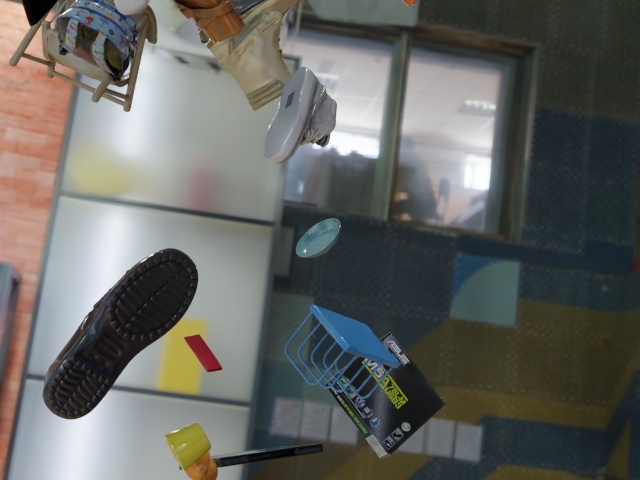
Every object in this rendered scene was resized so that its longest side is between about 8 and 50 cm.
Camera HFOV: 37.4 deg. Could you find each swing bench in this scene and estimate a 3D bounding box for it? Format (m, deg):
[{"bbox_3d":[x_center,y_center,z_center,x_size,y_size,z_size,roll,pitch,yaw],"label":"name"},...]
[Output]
[{"bbox_3d":[-0.533,-0.466,2.181,0.253,0.255,0.165,25,6,17],"label":"swing bench"}]

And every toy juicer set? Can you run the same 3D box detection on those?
[{"bbox_3d":[-0.164,0.480,1.607,0.089,0.329,0.209,-30,-25,-17],"label":"toy juicer set"}]

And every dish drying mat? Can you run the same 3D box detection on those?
[{"bbox_3d":[-0.194,0.186,1.562,0.032,0.008,0.083,-8,42,-38],"label":"dish drying mat"}]

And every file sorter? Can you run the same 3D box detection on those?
[{"bbox_3d":[0.036,0.208,1.718,0.170,0.104,0.118,24,18,-49],"label":"file sorter"}]

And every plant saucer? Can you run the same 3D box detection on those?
[{"bbox_3d":[0.000,0.000,2.110,0.119,0.119,0.021,-6,-48,48],"label":"plant saucer"}]

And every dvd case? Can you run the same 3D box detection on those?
[{"bbox_3d":[-0.146,0.455,1.993,0.253,0.022,0.180,1,-13,-35],"label":"dvd case"}]

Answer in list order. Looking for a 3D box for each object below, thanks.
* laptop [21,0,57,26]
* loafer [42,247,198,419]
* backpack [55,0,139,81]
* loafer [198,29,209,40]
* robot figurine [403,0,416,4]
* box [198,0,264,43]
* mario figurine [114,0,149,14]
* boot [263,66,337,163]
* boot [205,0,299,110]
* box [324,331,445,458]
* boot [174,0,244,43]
[{"bbox_3d":[-0.503,-0.564,1.692,0.136,0.264,0.234,-16,-13,-13],"label":"laptop"},{"bbox_3d":[-0.377,0.153,1.723,0.134,0.366,0.130,50,-17,-23],"label":"loafer"},{"bbox_3d":[-0.440,-0.416,1.871,0.158,0.117,0.173,27,-15,-3],"label":"backpack"},{"bbox_3d":[-0.218,-0.482,2.255,0.148,0.050,0.056,-3,24,-16],"label":"loafer"},{"bbox_3d":[0.128,-0.549,1.776,0.219,0.158,0.128,48,-13,-4],"label":"robot figurine"},{"bbox_3d":[-0.220,-0.587,2.500,0.156,0.093,0.158,9,34,31],"label":"box"},{"bbox_3d":[-0.277,-0.472,1.517,0.320,0.170,0.198,-13,43,-36],"label":"mario figurine"},{"bbox_3d":[-0.025,-0.221,1.857,0.095,0.258,0.123,-24,-53,39],"label":"boot"},{"bbox_3d":[-0.102,-0.440,2.157,0.203,0.262,0.095,55,-13,-12],"label":"boot"},{"bbox_3d":[0.132,0.311,1.915,0.184,0.191,0.045,-33,-7,-32],"label":"box"},{"bbox_3d":[-0.258,-0.493,1.867,0.220,0.109,0.283,49,-15,-23],"label":"boot"}]
